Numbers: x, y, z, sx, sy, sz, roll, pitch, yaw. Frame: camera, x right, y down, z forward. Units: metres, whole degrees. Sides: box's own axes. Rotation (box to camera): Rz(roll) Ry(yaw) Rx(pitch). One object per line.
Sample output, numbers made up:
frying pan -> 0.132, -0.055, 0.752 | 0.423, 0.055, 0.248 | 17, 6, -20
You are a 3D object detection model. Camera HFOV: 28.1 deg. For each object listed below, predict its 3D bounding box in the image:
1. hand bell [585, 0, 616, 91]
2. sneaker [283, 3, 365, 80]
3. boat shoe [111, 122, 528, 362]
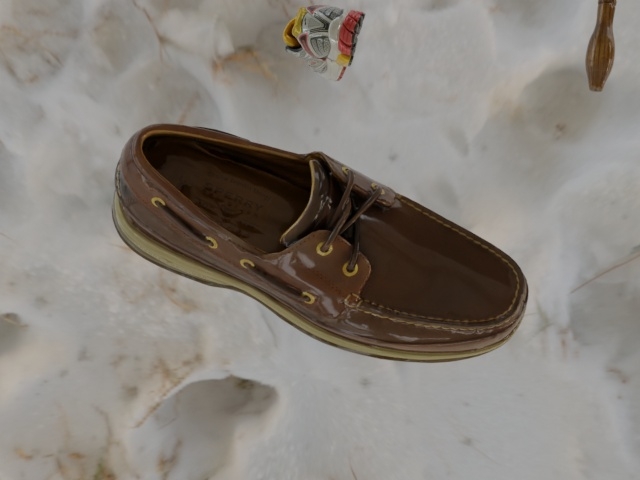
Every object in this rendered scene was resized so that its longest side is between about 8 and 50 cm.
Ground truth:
hand bell -> 0.395, -0.322, 1.775 | 0.126, 0.126, 0.242 | 11, 78, 0
sneaker -> 0.000, -0.267, 1.657 | 0.093, 0.225, 0.088 | 16, 86, -3
boat shoe -> 0.000, 0.000, 0.513 | 0.178, 0.060, 0.064 | 19, 65, 2
